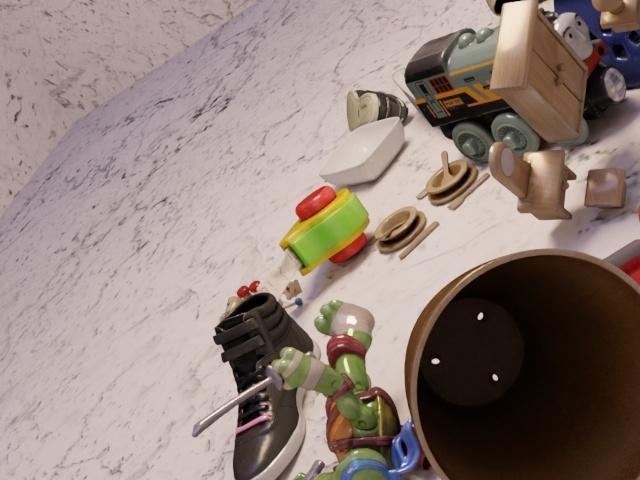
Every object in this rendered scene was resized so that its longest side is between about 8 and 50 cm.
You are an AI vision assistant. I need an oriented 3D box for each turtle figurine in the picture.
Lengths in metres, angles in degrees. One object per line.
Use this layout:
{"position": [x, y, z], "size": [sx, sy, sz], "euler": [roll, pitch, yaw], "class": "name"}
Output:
{"position": [-0.019, 0.191, 1.237], "size": [0.274, 0.198, 0.266], "euler": [-28, 20, 17], "class": "turtle figurine"}

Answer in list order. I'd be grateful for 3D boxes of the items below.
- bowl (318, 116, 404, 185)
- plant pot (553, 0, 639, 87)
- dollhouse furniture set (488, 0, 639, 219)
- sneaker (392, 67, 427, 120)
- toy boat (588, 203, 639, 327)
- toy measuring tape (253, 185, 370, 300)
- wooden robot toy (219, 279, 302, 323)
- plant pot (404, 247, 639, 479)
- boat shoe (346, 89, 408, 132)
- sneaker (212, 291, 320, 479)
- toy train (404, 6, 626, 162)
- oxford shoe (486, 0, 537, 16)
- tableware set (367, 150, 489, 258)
{"position": [0.079, -0.148, 1.950], "size": [0.142, 0.053, 0.142], "euler": [-9, 37, 52], "class": "bowl"}
{"position": [0.457, -0.368, 1.562], "size": [0.236, 0.212, 0.236], "euler": [-47, 24, -21], "class": "plant pot"}
{"position": [0.392, -0.188, 1.276], "size": [0.355, 0.174, 0.303], "euler": [-1, 71, 37], "class": "dollhouse furniture set"}
{"position": [0.227, -0.273, 1.901], "size": [0.151, 0.094, 0.256], "euler": [-45, 31, 1], "class": "sneaker"}
{"position": [0.340, 0.017, 1.035], "size": [0.151, 0.151, 0.231], "euler": [-29, 17, -21], "class": "toy boat"}
{"position": [0.000, 0.000, 1.660], "size": [0.121, 0.121, 0.330], "euler": [-27, 13, 27], "class": "toy measuring tape"}
{"position": [-0.101, 0.117, 1.697], "size": [0.173, 0.076, 0.079], "euler": [-25, 36, 33], "class": "wooden robot toy"}
{"position": [0.175, 0.123, 1.066], "size": [0.237, 0.237, 0.254], "euler": [-41, 6, -6], "class": "plant pot"}
{"position": [0.099, -0.243, 2.109], "size": [0.079, 0.084, 0.233], "euler": [-3, 8, -14], "class": "boat shoe"}
{"position": [-0.090, 0.183, 1.433], "size": [0.104, 0.147, 0.296], "euler": [-26, 26, 26], "class": "sneaker"}
{"position": [0.272, -0.225, 1.603], "size": [0.334, 0.190, 0.142], "euler": [-7, 38, 54], "class": "toy train"}
{"position": [0.451, -0.522, 2.035], "size": [0.348, 0.123, 0.130], "euler": [-36, 29, 30], "class": "oxford shoe"}
{"position": [0.151, -0.060, 1.675], "size": [0.194, 0.039, 0.128], "euler": [-43, 22, -10], "class": "tableware set"}
